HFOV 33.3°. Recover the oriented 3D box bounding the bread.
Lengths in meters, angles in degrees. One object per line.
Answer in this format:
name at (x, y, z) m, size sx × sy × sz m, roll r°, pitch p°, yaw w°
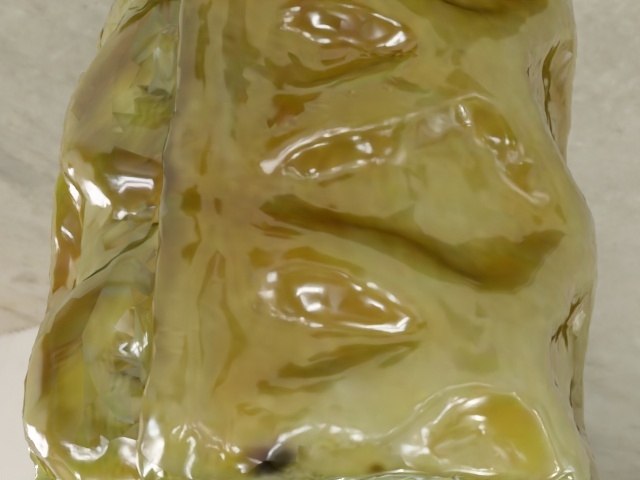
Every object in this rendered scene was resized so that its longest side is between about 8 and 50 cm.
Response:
bread at (-0.006, 0.000, 0.440) m, size 0.196 × 0.252 × 0.239 m, roll 18°, pitch 143°, yaw -38°
